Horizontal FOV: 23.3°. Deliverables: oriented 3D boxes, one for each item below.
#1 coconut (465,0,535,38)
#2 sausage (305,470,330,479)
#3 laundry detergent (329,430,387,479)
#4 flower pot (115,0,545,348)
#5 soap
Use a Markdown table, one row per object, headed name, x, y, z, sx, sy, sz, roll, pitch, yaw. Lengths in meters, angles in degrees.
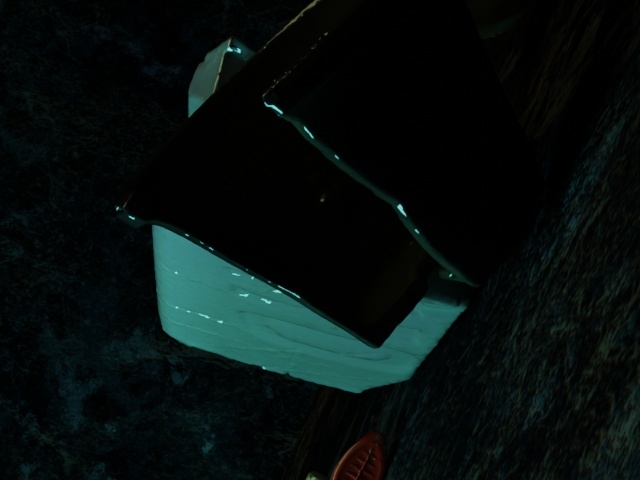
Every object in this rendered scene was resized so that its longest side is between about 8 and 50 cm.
| name | x | y | z | sx | sy | sz | roll | pitch | yaw |
| --- | --- | --- | --- | --- | --- | --- | --- | --- | --- |
| coconut | 0.148 | -0.437 | 2.054 | 0.404 | 0.405 | 0.404 | -157 | 90 | -89 |
| sausage | -0.046 | 0.429 | 1.879 | 0.066 | 0.066 | 0.301 | 118 | 177 | -84 |
| laundry detergent | 0.038 | 0.250 | 1.681 | 0.097 | 0.049 | 0.165 | -60 | -1 | -7 |
| flower pot | 0.042 | -0.076 | 1.351 | 0.379 | 0.251 | 0.379 | -43 | 10 | 10 |
| soap | 0.000 | 0.000 | 1.694 | 0.435 | 0.350 | 0.212 | 110 | 175 | -70 |
